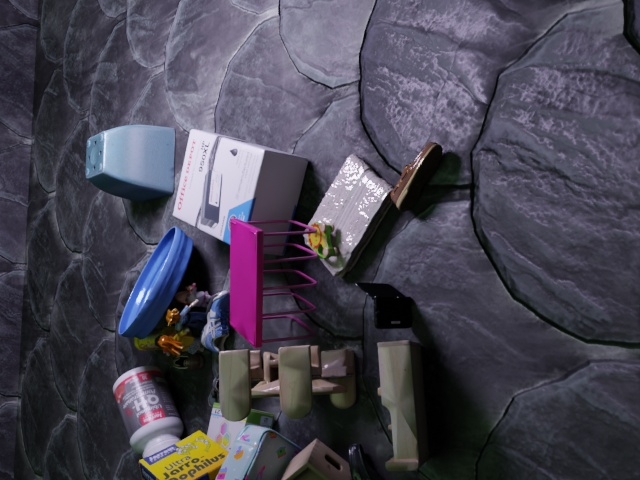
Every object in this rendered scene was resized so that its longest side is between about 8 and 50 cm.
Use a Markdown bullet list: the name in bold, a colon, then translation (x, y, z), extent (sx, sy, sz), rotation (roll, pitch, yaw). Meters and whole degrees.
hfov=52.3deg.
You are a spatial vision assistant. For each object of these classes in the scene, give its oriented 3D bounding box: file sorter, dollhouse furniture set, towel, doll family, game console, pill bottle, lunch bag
- **file sorter**: translation (-0.117, 0.098, 1.678), extent (0.202, 0.182, 0.290), rotation (-157, 67, -63)
- **dollhouse furniture set**: translation (0.025, 0.365, 1.439), extent (0.394, 0.362, 0.256), rotation (-7, 77, 16)
- **towel**: translation (0.065, -0.062, 1.654), extent (0.187, 0.049, 0.282), rotation (48, 119, 38)
- **doll family**: translation (-0.419, 0.269, 2.028), extent (0.118, 0.163, 0.263), rotation (39, 108, 47)
- **game console**: translation (0.144, 0.149, 1.490), extent (0.071, 0.122, 0.107), rotation (-9, 79, 47)
- **pill bottle**: translation (-0.557, 0.588, 2.146), extent (0.176, 0.176, 0.318), rotation (-54, 51, 28)
- **lunch bag**: translation (-0.157, 0.629, 1.644), extent (0.108, 0.224, 0.279), rotation (-1, 55, 44)

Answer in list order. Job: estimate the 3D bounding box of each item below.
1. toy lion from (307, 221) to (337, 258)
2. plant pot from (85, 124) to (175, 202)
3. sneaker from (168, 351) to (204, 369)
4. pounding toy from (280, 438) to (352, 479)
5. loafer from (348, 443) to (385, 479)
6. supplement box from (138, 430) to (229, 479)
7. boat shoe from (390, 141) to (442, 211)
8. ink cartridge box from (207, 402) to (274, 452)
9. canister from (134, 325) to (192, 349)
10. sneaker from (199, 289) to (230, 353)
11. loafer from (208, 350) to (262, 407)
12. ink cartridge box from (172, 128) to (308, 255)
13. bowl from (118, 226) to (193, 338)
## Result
- **toy lion**: translation (0.000, 0.000, 1.664), extent (0.096, 0.034, 0.100), rotation (-23, 71, 53)
- **plant pot**: translation (-0.698, -0.287, 2.346), extent (0.247, 0.252, 0.247), rotation (-8, 79, 47)
- **sneaker**: translation (-0.462, 0.391, 2.144), extent (0.188, 0.071, 0.066), rotation (-11, 78, 45)
- **pounding toy**: translation (-0.007, 0.616, 1.612), extent (0.181, 0.094, 0.206), rotation (39, 122, -4)
- **loafer**: translation (0.125, 0.574, 1.505), extent (0.078, 0.076, 0.223), rotation (-26, 57, 9)
- **supplement box**: translation (-0.338, 0.743, 1.773), extent (0.195, 0.194, 0.356), rotation (14, 116, 48)
- **boat shoe**: translation (0.214, -0.153, 1.494), extent (0.060, 0.064, 0.178), rotation (49, 122, 36)
- **ink cartridge box**: translation (-0.241, 0.596, 1.818), extent (0.189, 0.097, 0.255), rotation (-10, 63, 50)
- **canister**: translation (-0.525, 0.326, 2.182), extent (0.170, 0.126, 0.073), rotation (-13, 76, 44)
- **sneaker**: translation (-0.305, 0.250, 2.000), extent (0.081, 0.080, 0.211), rotation (32, 118, 37)
- **loafer**: translation (-0.276, 0.412, 1.933), extent (0.267, 0.084, 0.096), rotation (-49, 53, 31)
- **ink cartridge box**: translation (-0.248, -0.150, 1.911), extent (0.395, 0.166, 0.285), rotation (22, 101, 46)
- **bowl**: translation (-0.535, 0.143, 2.130), extent (0.391, 0.077, 0.391), rotation (-49, 23, 29)
